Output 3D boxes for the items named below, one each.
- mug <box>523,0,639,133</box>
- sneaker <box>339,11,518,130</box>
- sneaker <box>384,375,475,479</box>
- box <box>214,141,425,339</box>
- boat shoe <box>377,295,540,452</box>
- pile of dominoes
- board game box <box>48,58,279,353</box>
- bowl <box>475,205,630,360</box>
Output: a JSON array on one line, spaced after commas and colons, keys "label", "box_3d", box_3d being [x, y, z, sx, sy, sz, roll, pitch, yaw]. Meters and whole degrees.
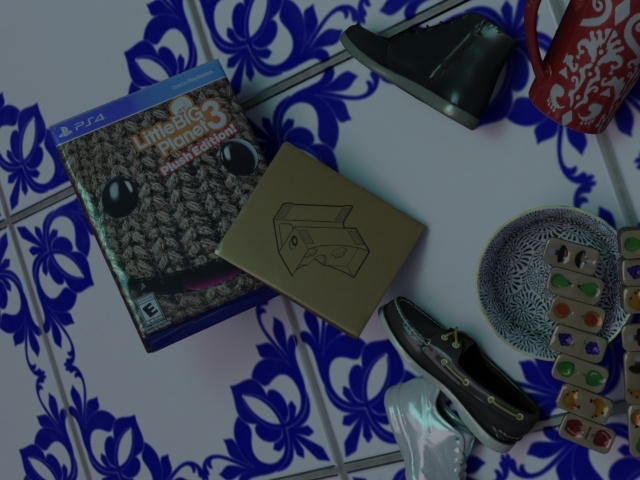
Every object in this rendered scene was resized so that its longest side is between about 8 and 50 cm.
[{"label": "mug", "box_3d": [0.277, -0.213, 1.278, 0.150, 0.113, 0.169, 25, 120, 3]}, {"label": "sneaker", "box_3d": [0.127, -0.224, 1.427, 0.222, 0.083, 0.118, 37, 99, 34]}, {"label": "sneaker", "box_3d": [0.153, 0.265, 1.489, 0.094, 0.080, 0.212, -24, 82, 25]}, {"label": "box", "box_3d": [0.000, 0.000, 1.478, 0.201, 0.021, 0.164, 31, 76, 2]}, {"label": "boat shoe", "box_3d": [0.164, 0.144, 1.454, 0.228, 0.081, 0.068, 47, 119, 13]}, {"label": "pile of dominoes", "box_3d": [0.337, 0.111, 1.283, 0.196, 0.040, 0.251, -4, 97, 9]}, {"label": "board game box", "box_3d": [-0.174, -0.041, 1.557, 0.291, 0.232, 0.141, 64, 170, 10]}, {"label": "bowl", "box_3d": [0.257, 0.041, 1.347, 0.170, 0.080, 0.170, 1, 98, 9]}]
